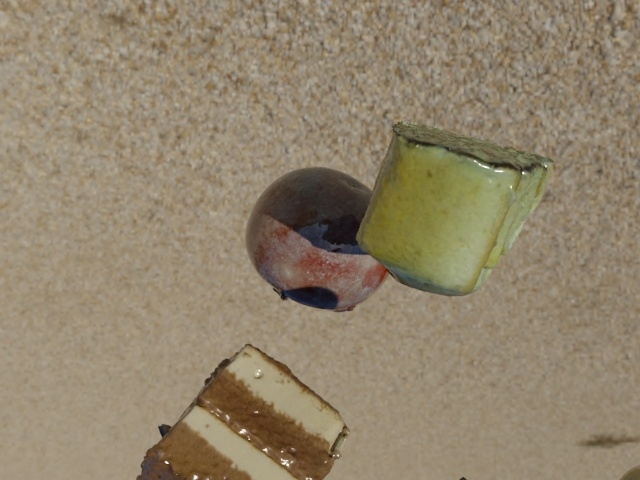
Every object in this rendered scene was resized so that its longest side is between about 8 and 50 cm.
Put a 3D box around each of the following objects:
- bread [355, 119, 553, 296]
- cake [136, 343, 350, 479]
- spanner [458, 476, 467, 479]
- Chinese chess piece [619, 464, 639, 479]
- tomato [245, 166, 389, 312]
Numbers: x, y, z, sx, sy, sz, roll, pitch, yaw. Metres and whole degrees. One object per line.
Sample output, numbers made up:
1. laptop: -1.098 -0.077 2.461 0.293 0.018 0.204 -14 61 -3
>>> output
1. bread: 0.197 -0.040 1.330 0.239 0.264 0.395 24 -164 17
2. cake: -0.143 0.373 1.433 0.282 0.290 0.256 37 141 -1
3. spanner: 0.066 0.286 0.774 0.208 0.046 0.012 -32 151 -27
4. Chinese chess piece: 0.356 0.295 0.882 0.122 0.122 0.051 18 171 -29
5. tomato: 0.000 0.000 1.732 0.316 0.317 0.282 17 112 -27
